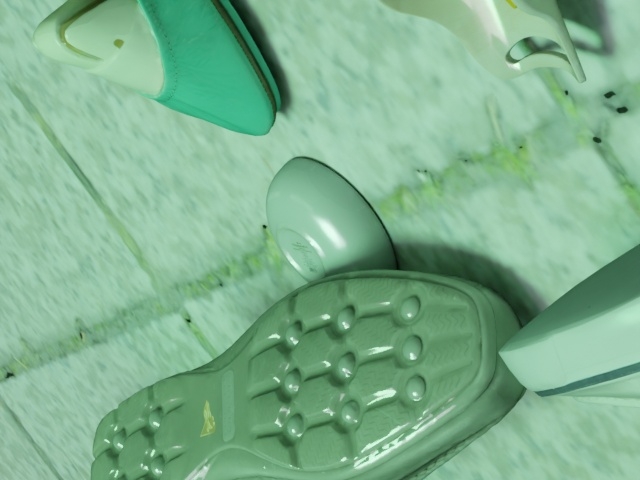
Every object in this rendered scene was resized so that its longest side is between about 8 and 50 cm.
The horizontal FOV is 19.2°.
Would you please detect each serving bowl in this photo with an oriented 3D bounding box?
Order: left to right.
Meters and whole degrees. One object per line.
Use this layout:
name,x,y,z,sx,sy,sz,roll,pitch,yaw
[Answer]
serving bowl,0.000,0.000,0.961,0.083,0.027,0.083,39,153,24

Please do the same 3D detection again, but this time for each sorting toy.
sorting toy,0.068,-0.089,0.714,0.083,0.045,0.075,10,141,54

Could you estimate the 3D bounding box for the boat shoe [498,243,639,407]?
boat shoe,0.162,0.034,0.665,0.088,0.096,0.267,58,147,-4

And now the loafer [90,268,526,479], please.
loafer,0.001,0.094,0.980,0.111,0.112,0.319,15,155,-35

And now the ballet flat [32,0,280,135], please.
ballet flat,-0.116,-0.136,0.899,0.247,0.087,0.083,58,154,-15
